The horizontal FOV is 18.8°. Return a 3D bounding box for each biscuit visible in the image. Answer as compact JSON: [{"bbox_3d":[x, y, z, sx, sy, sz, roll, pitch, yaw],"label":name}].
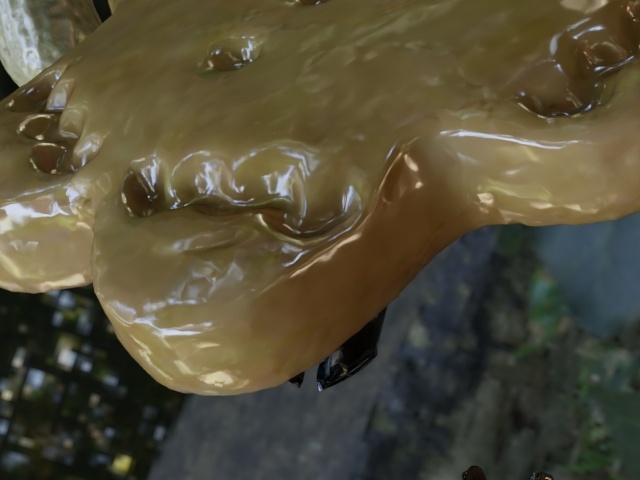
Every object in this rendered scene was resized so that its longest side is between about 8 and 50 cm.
[{"bbox_3d":[0.043,-0.087,0.625,0.355,0.052,0.275,-37,34,-19],"label":"biscuit"}]

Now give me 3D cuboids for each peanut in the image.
[{"bbox_3d":[-0.224,-0.198,1.548,0.090,0.098,0.214,-13,91,26],"label":"peanut"}]

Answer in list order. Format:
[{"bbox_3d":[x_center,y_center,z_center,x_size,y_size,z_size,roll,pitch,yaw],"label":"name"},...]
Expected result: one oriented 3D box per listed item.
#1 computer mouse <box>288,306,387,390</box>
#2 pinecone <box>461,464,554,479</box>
[{"bbox_3d":[0.000,0.000,1.540,0.077,0.146,0.241,128,148,-76],"label":"computer mouse"},{"bbox_3d":[0.148,0.325,1.505,0.242,0.298,0.296,34,110,17],"label":"pinecone"}]
